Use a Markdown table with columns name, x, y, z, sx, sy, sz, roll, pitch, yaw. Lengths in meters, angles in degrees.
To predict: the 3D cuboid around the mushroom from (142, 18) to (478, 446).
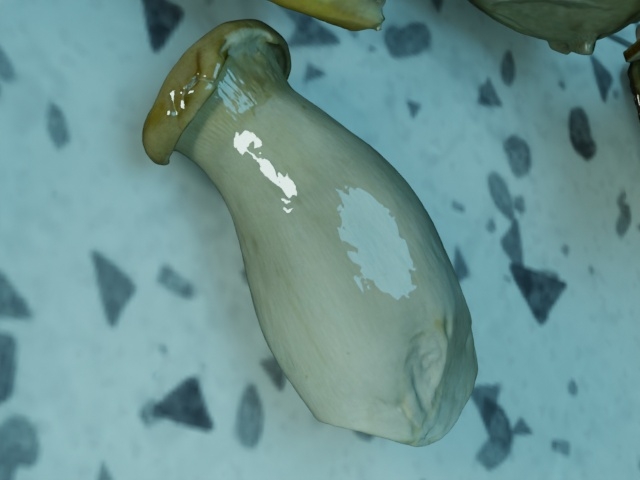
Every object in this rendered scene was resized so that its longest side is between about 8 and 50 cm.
| name | x | y | z | sx | sy | sz | roll | pitch | yaw |
| --- | --- | --- | --- | --- | --- | --- | --- | --- | --- |
| mushroom | -0.001 | 0.000 | 0.598 | 0.097 | 0.088 | 0.212 | -35 | 95 | -6 |

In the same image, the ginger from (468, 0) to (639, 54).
| name | x | y | z | sx | sy | sz | roll | pitch | yaw |
| --- | --- | --- | --- | --- | --- | --- | --- | --- | --- |
| ginger | 0.128 | -0.272 | 0.708 | 0.244 | 0.155 | 0.304 | 52 | 39 | -57 |

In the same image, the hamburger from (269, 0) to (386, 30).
| name | x | y | z | sx | sy | sz | roll | pitch | yaw |
| --- | --- | --- | --- | --- | --- | --- | --- | --- | --- |
| hamburger | -0.026 | -0.238 | 0.607 | 0.156 | 0.144 | 0.283 | 9 | 56 | -27 |

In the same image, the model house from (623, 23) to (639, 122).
| name | x | y | z | sx | sy | sz | roll | pitch | yaw |
| --- | --- | --- | --- | --- | --- | --- | --- | --- | --- |
| model house | 0.327 | -0.072 | 0.799 | 0.326 | 0.244 | 0.169 | -16 | 87 | -8 |
